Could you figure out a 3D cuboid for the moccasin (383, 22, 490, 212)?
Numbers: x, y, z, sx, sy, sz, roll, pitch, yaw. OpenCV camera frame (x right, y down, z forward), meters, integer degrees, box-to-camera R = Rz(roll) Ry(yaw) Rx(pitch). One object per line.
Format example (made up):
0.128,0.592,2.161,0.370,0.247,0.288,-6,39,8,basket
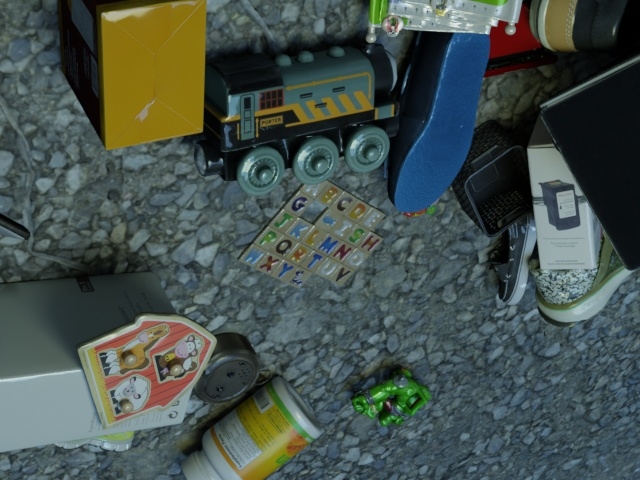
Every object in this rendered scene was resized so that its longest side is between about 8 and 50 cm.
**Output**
0.179,-0.209,1.769,0.137,0.117,0.342,0,124,-33,moccasin

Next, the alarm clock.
-0.157,0.233,1.990,0.192,0.064,0.129,17,117,-45,alarm clock

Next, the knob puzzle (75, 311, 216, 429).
-0.235,0.181,1.602,0.213,0.030,0.213,-17,129,-22,knob puzzle

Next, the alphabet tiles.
0.000,0.000,1.918,0.198,0.009,0.237,-49,136,13,alphabet tiles

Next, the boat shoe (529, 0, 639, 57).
0.530,-0.423,1.715,0.500,0.156,0.187,-36,136,-28,boat shoe

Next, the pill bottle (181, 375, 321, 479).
-0.132,0.377,2.076,0.245,0.136,0.136,-38,138,2,pill bottle

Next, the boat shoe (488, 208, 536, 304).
0.358,0.032,2.137,0.076,0.080,0.229,0,134,-7,boat shoe

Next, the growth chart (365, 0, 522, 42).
0.182,-0.371,1.600,0.237,0.021,0.172,0,110,4,growth chart

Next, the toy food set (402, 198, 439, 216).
0.176,-0.074,1.956,0.082,0.020,0.083,-13,133,-24,toy food set

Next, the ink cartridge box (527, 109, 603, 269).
0.428,-0.093,1.938,0.100,0.172,0.237,-1,118,20,ink cartridge box

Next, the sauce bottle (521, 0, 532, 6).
0.299,-0.496,1.592,0.111,0.111,0.344,-22,140,-15,sauce bottle

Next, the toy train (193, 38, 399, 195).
-0.030,-0.187,1.643,0.333,0.142,0.190,-14,124,-23,toy train

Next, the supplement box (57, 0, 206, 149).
-0.239,-0.252,1.394,0.129,0.194,0.191,-14,134,-23,supplement box

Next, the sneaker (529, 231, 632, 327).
0.549,-0.025,2.123,0.410,0.158,0.182,-48,134,-6,sneaker

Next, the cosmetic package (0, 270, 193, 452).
-0.402,0.178,1.665,0.385,0.217,0.156,-4,128,-33,cosmetic package

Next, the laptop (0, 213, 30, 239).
-0.645,-0.006,1.332,0.382,0.407,0.236,34,71,-47,laptop

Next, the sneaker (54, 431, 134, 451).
-0.392,0.295,1.886,0.208,0.081,0.094,14,112,-48,sneaker

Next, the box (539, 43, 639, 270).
0.666,-0.232,1.668,0.480,0.297,0.471,-27,-176,40,box

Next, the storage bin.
0.300,-0.106,1.962,0.122,0.084,0.180,-35,139,-2,storage bin

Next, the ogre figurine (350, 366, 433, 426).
0.151,0.319,2.242,0.118,0.097,0.197,-35,128,16,ogre figurine

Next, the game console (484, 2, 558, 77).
0.285,-0.311,1.760,0.144,0.085,0.124,-7,180,29,game console
